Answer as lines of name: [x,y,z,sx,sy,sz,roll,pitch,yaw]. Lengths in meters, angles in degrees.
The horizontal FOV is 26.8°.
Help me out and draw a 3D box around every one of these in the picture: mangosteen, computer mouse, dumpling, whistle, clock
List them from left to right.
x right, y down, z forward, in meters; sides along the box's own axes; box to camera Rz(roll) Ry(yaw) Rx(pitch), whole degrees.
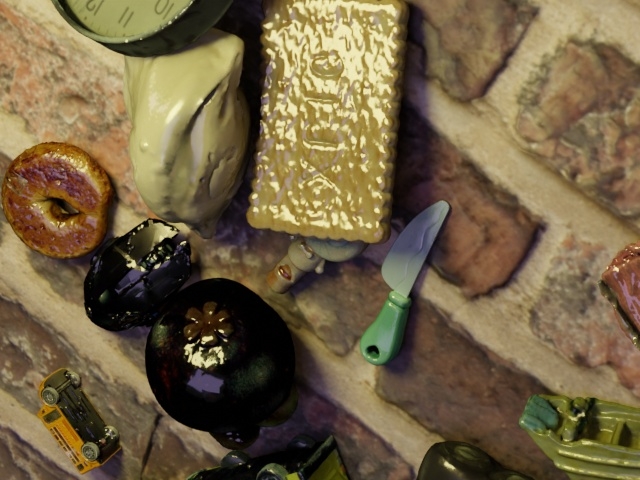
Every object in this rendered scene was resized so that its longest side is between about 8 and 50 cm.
computer mouse: [-0.281,0.061,1.994,0.241,0.077,0.146,-41,91,31]
clock: [-0.226,-0.401,1.732,0.325,0.067,0.325,-4,83,31]
dumpling: [-0.205,-0.151,1.817,0.243,0.187,0.318,36,130,24]
mangosteen: [-0.138,0.180,1.905,0.243,0.243,0.243,9,112,22]
whistle: [0.000,0.000,1.854,0.107,0.057,0.220,49,125,8]

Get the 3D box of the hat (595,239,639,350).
hat: [0.489,0.103,1.631,0.236,0.107,0.286,-35,87,41]

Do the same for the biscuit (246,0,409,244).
biscuit: [0.008,-0.161,1.762,0.217,0.044,0.325,7,98,24]

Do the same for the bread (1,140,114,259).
bread: [-0.393,-0.061,2.013,0.193,0.064,0.193,7,113,16]

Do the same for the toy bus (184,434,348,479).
toy bus: [-0.089,0.394,1.996,0.262,0.128,0.150,-19,99,29]

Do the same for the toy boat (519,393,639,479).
toy boat: [0.398,0.265,1.731,0.276,0.111,0.084,7,117,22]

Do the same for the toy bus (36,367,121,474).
toy bus: [-0.393,0.287,2.133,0.074,0.069,0.162,-33,94,33]

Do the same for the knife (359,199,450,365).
knife: [0.111,0.053,1.840,0.063,0.034,0.260,27,112,21]

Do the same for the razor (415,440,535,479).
razor: [0.204,0.457,1.881,0.204,0.113,0.349,23,118,29]
